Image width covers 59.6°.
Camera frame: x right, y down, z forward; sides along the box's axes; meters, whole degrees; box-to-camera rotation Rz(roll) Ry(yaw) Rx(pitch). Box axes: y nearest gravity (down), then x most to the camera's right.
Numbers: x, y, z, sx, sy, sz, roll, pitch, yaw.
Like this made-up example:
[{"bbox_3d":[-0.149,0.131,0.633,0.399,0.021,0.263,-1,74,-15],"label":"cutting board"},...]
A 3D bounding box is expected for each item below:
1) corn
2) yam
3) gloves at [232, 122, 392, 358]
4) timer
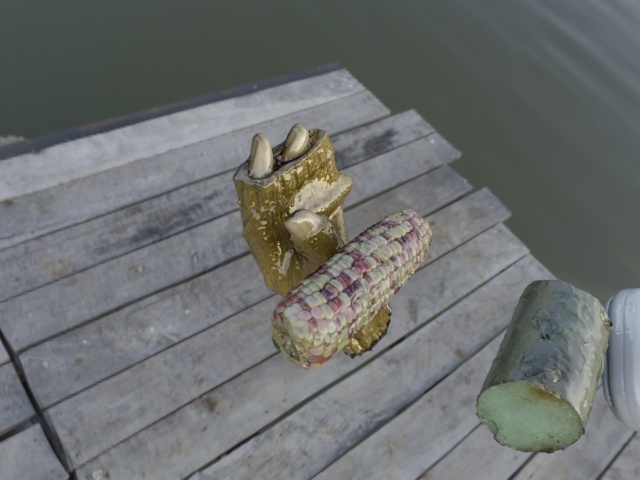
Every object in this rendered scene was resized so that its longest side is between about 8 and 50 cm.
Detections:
[{"bbox_3d":[0.047,0.042,0.628,0.086,0.086,0.253,43,56,14],"label":"corn"},{"bbox_3d":[0.375,0.189,0.918,0.168,0.168,0.304,36,49,8],"label":"yam"},{"bbox_3d":[-0.011,0.011,0.774,0.155,0.357,0.203,-17,29,9],"label":"gloves"},{"bbox_3d":[0.611,0.233,1.062,0.237,0.087,0.262,30,63,-38],"label":"timer"}]
